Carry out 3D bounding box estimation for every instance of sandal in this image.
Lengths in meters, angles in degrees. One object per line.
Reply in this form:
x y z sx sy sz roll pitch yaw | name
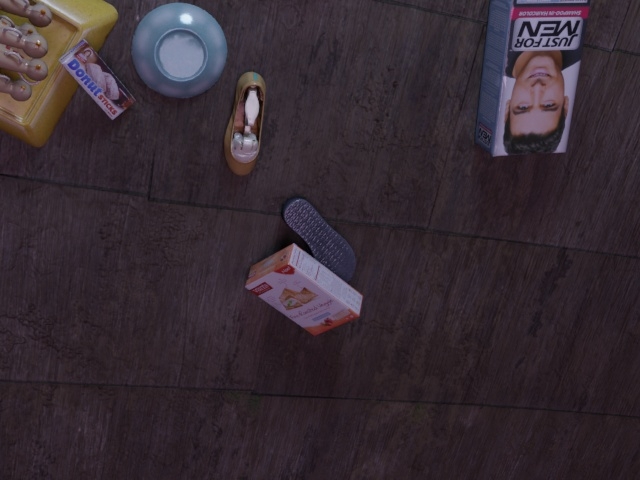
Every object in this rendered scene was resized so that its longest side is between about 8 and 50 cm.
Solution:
0.000 -0.001 1.913 0.097 0.054 0.255 -36 114 -6 | sandal

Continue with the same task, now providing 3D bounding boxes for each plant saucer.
-0.606 -0.374 1.556 0.332 0.081 0.333 28 105 -25 | plant saucer
-0.282 -0.378 1.662 0.194 0.037 0.195 -6 117 -13 | plant saucer

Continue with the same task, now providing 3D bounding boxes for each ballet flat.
-0.160 -0.238 1.740 0.080 0.073 0.232 1 115 -14 | ballet flat

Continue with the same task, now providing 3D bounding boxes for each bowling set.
-0.531 -0.379 1.434 0.154 0.287 0.200 21 75 -29 | bowling set

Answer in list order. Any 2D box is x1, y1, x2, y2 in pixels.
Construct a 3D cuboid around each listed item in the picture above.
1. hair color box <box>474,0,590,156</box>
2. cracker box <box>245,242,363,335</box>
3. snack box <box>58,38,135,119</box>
0.463 -0.382 1.811 0.185 0.114 0.375 -5 117 -13 | hair color box
-0.037 0.119 1.907 0.232 0.067 0.155 38 135 -26 | cracker box
-0.435 -0.313 1.614 0.064 0.022 0.178 -40 145 -3 | snack box
